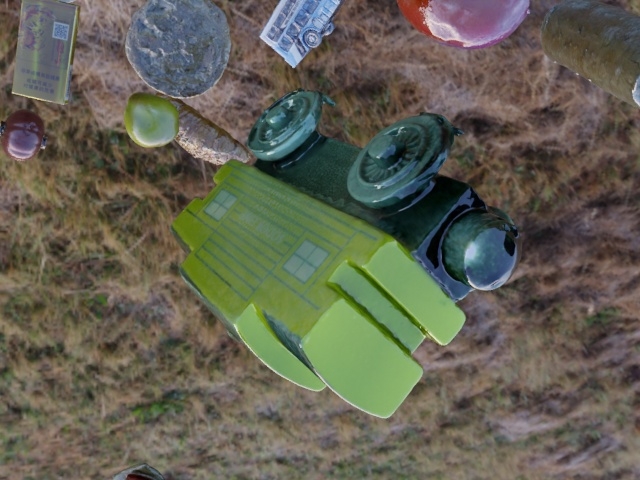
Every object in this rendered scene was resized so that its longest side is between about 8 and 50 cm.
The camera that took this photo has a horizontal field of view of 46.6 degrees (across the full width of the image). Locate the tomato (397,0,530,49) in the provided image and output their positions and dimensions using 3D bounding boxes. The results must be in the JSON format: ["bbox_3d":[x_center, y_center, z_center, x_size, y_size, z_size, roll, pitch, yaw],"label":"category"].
[{"bbox_3d":[0.333,-0.563,1.828,0.335,0.289,0.176,20,98,-2],"label":"tomato"}]

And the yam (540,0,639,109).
[{"bbox_3d":[0.339,-0.216,0.849,0.093,0.259,0.093,-3,117,-6],"label":"yam"}]

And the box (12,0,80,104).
[{"bbox_3d":[-0.430,-0.298,1.163,0.089,0.022,0.156,11,104,-2],"label":"box"}]

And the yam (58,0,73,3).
[{"bbox_3d":[-0.449,-0.565,1.294,0.168,0.168,0.304,-6,138,-17],"label":"yam"}]

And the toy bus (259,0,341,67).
[{"bbox_3d":[-0.009,-0.532,1.637,0.131,0.106,0.297,36,131,-4],"label":"toy bus"}]

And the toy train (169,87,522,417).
[{"bbox_3d":[0.000,0.000,0.775,0.272,0.442,0.179,-50,122,-6],"label":"toy train"}]

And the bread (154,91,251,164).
[{"bbox_3d":[-0.253,-0.217,1.531,0.233,0.105,0.076,37,77,-15],"label":"bread"}]

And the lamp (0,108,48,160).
[{"bbox_3d":[-0.573,-0.202,1.430,0.090,0.101,0.101,16,129,-24],"label":"lamp"}]

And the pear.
[{"bbox_3d":[-0.283,-0.202,1.232,0.092,0.092,0.097,-25,115,6],"label":"pear"}]

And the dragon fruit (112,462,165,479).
[{"bbox_3d":[-0.148,0.332,0.658,0.152,0.317,0.205,31,92,-26],"label":"dragon fruit"}]

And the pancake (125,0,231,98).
[{"bbox_3d":[-0.182,-0.253,0.956,0.140,0.022,0.139,-3,109,-8],"label":"pancake"}]
